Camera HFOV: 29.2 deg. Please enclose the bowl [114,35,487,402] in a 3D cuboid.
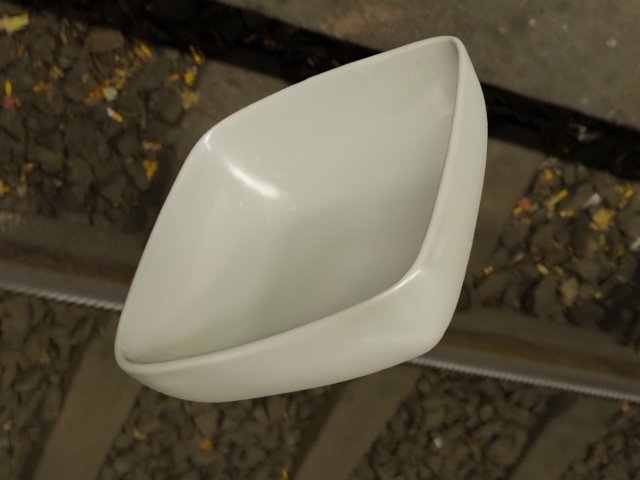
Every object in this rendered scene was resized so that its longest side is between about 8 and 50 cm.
[{"bbox_3d":[0.000,0.000,0.462,0.142,0.142,0.053,-16,130,32],"label":"bowl"}]
